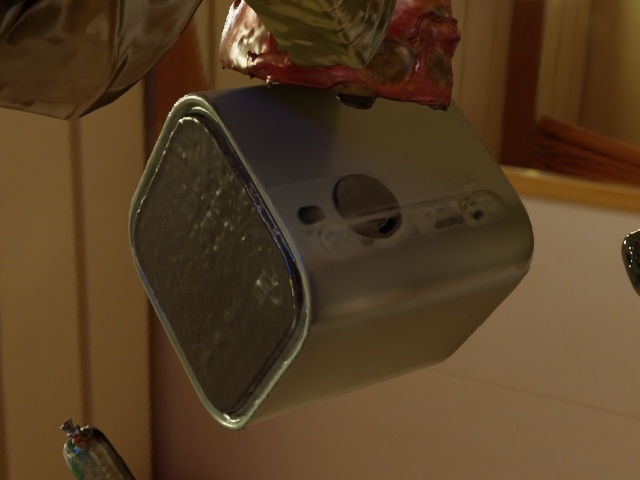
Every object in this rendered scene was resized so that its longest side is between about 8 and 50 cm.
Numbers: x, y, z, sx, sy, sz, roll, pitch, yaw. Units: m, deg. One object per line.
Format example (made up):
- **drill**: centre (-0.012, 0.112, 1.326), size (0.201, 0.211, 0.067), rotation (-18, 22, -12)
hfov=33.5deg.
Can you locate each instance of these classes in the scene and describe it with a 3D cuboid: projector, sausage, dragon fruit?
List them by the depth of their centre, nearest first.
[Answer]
- **sausage**: centre (-0.090, 0.228, 0.684), size (0.269, 0.033, 0.033), rotation (58, -147, -3)
- **dragon fruit**: centre (0.002, -0.213, 0.827), size (0.134, 0.262, 0.211), rotation (10, -84, -24)
- **projector**: centre (0.000, 0.000, 0.969), size (0.249, 0.248, 0.248), rotation (-13, -28, -34)

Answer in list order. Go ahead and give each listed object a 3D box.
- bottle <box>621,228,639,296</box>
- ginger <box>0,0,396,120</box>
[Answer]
- **bottle**: centre (0.469, -0.012, 1.171), size (0.156, 0.271, 0.143), rotation (40, -146, -59)
- **ginger**: centre (0.021, -0.235, 0.347), size (0.413, 0.211, 0.358), rotation (-48, 19, 37)
